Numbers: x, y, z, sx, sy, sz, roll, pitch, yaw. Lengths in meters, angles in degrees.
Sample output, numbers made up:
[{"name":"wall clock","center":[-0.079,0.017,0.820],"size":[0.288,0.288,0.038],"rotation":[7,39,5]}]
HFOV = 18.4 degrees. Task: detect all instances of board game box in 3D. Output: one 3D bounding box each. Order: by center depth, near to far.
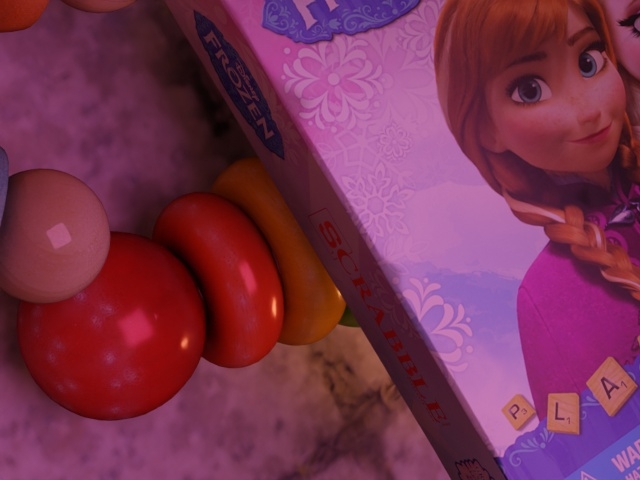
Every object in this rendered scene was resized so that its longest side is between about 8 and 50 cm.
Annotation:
[{"name":"board game box","center":[0.138,-0.062,0.947],"size":[0.318,0.066,0.318],"rotation":[-33,93,-22]}]

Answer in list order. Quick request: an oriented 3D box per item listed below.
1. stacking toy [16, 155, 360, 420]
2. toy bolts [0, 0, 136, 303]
[{"name":"stacking toy","center":[0.000,0.000,0.988],"size":[0.330,0.141,0.141],"rotation":[-25,104,-26]},{"name":"toy bolts","center":[-0.141,-0.080,0.834],"size":[0.158,0.218,0.229],"rotation":[14,89,-21]}]
